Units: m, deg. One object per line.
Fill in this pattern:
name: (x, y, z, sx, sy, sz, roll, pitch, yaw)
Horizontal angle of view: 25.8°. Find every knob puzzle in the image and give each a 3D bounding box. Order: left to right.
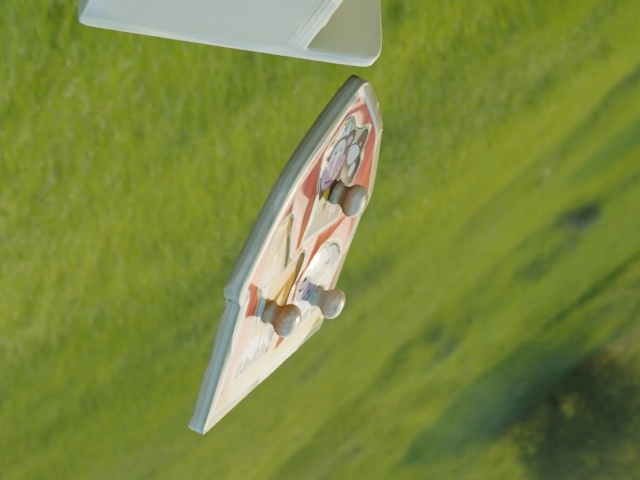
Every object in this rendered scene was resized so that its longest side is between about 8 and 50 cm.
knob puzzle: (0.000, 0.000, 0.794, 0.030, 0.213, 0.213, 25, 172, 15)

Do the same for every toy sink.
toy sink: (-0.044, -0.232, 0.996, 0.234, 0.152, 0.131, 7, 157, -22)
